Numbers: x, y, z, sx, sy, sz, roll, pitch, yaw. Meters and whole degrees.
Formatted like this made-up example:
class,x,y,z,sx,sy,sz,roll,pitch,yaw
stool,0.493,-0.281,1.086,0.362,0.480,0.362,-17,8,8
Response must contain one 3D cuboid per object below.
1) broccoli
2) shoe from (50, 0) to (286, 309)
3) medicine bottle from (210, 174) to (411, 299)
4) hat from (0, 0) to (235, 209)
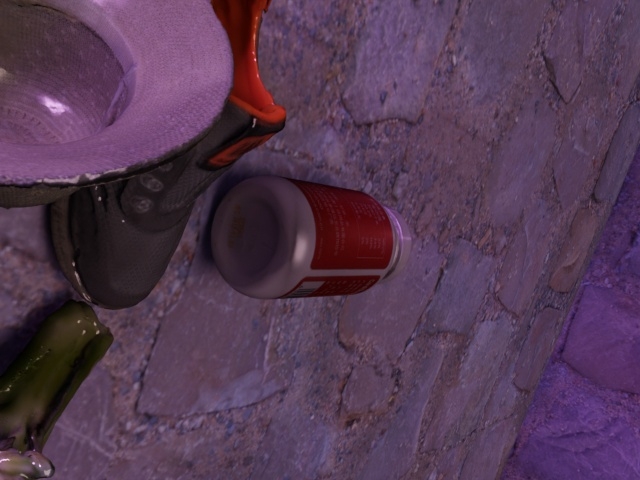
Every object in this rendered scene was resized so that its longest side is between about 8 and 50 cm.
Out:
class,x,y,z,sx,sy,sz,roll,pitch,yaw
broccoli,-0.246,0.144,0.468,0.177,0.198,0.275,39,62,-8
shoe,-0.104,-0.086,0.531,0.132,0.171,0.336,-1,109,-54
medicine bottle,0.000,0.000,0.757,0.250,0.131,0.131,3,106,-55
hat,-0.194,-0.097,0.414,0.257,0.257,0.130,-29,162,-42
